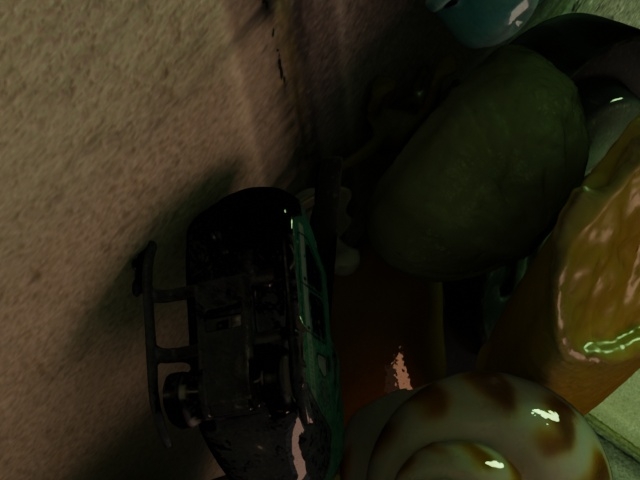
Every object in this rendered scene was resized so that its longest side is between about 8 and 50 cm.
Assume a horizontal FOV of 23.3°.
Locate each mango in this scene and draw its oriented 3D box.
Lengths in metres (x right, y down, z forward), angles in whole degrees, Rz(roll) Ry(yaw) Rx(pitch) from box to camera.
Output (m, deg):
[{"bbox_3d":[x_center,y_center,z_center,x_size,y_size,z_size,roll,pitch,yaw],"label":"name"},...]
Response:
[{"bbox_3d":[0.038,0.101,1.251,0.113,0.138,0.253,-87,-166,-61],"label":"mango"}]

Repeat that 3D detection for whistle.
[{"bbox_3d":[0.141,-0.207,1.036,0.186,0.093,0.274,-35,-176,45],"label":"whistle"}]

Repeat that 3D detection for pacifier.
[{"bbox_3d":[0.000,0.000,1.084,0.068,0.064,0.083,-31,155,-16],"label":"pacifier"}]

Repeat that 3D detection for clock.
[{"bbox_3d":[0.200,-0.022,1.398,0.386,0.076,0.386,-33,140,-34],"label":"clock"}]

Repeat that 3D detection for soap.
[{"bbox_3d":[0.222,0.024,1.144,0.306,0.115,0.427,-53,171,-15],"label":"soap"}]

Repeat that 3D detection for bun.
[{"bbox_3d":[0.123,-0.046,1.122,0.195,0.118,0.195,-51,176,-5],"label":"bun"}]

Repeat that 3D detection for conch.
[{"bbox_3d":[0.096,0.167,0.993,0.275,0.183,0.149,54,29,-60],"label":"conch"}]

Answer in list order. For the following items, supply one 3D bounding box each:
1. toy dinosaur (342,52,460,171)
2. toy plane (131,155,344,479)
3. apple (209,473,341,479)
[{"bbox_3d":[0.049,-0.073,1.123,0.162,0.039,0.126,-48,164,-18],"label":"toy dinosaur"},{"bbox_3d":[-0.023,0.116,0.930,0.106,0.382,0.155,-14,161,20],"label":"toy plane"},{"bbox_3d":[-0.036,0.354,1.119,0.346,0.391,0.391,-62,162,18],"label":"apple"}]
